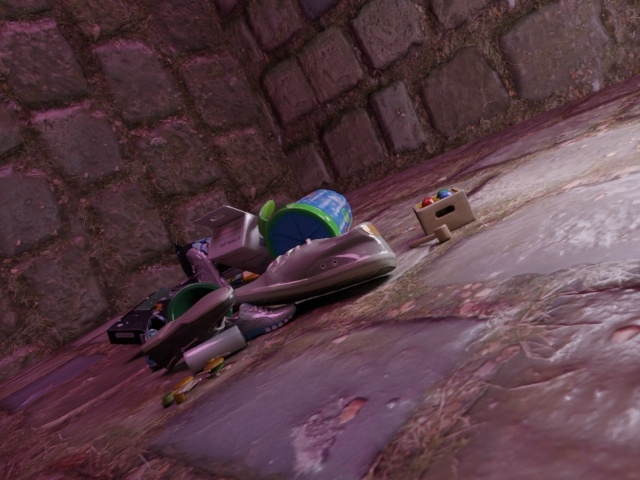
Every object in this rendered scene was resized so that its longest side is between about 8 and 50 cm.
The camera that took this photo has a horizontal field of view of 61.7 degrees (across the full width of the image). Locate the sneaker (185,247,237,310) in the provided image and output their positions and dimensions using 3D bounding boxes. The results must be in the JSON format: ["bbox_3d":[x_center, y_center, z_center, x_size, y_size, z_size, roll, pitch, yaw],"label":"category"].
[{"bbox_3d":[-0.369,0.134,1.733,0.115,0.281,0.105,-39,-31,-10],"label":"sneaker"}]

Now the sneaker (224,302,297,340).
[{"bbox_3d":[-0.148,0.178,1.263,0.191,0.083,0.071,-24,6,7],"label":"sneaker"}]

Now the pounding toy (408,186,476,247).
[{"bbox_3d":[0.288,-0.060,1.357,0.181,0.094,0.206,-25,7,8],"label":"pounding toy"}]

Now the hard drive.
[{"bbox_3d":[-0.531,0.251,1.840,0.237,0.064,0.339,-4,19,15],"label":"hard drive"}]

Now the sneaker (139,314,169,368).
[{"bbox_3d":[-0.428,0.256,1.523,0.104,0.125,0.262,-25,7,7],"label":"sneaker"}]

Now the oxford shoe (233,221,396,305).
[{"bbox_3d":[-0.033,0.068,1.287,0.449,0.130,0.169,-21,-14,26],"label":"oxford shoe"}]

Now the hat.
[{"bbox_3d":[-0.327,0.230,1.570,0.209,0.173,0.183,2,-24,-2],"label":"hat"}]

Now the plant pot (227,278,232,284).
[{"bbox_3d":[-0.397,0.180,2.028,0.134,0.134,0.095,-27,30,-1],"label":"plant pot"}]

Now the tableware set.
[{"bbox_3d":[-0.255,0.288,1.106,0.104,0.024,0.154,-26,8,32],"label":"tableware set"}]

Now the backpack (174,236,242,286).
[{"bbox_3d":[-0.428,0.095,2.210,0.213,0.276,0.263,-18,3,23],"label":"backpack"}]

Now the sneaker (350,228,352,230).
[{"bbox_3d":[0.090,-0.020,1.851,0.063,0.074,0.170,-28,8,-10],"label":"sneaker"}]

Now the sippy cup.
[{"bbox_3d":[-0.013,-0.037,1.586,0.240,0.305,0.224,-37,9,35],"label":"sippy cup"}]

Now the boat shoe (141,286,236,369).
[{"bbox_3d":[-0.293,0.213,1.274,0.335,0.095,0.112,-33,15,31],"label":"boat shoe"}]

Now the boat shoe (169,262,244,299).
[{"bbox_3d":[-0.394,0.109,1.872,0.306,0.105,0.113,-24,13,-5],"label":"boat shoe"}]

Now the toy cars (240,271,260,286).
[{"bbox_3d":[-0.300,0.157,1.929,0.176,0.087,0.394,-23,8,29],"label":"toy cars"}]

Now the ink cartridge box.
[{"bbox_3d":[-0.215,0.018,1.714,0.353,0.119,0.207,21,-27,-36],"label":"ink cartridge box"}]

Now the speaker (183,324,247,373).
[{"bbox_3d":[-0.236,0.244,1.205,0.136,0.055,0.055,-28,7,-9],"label":"speaker"}]
